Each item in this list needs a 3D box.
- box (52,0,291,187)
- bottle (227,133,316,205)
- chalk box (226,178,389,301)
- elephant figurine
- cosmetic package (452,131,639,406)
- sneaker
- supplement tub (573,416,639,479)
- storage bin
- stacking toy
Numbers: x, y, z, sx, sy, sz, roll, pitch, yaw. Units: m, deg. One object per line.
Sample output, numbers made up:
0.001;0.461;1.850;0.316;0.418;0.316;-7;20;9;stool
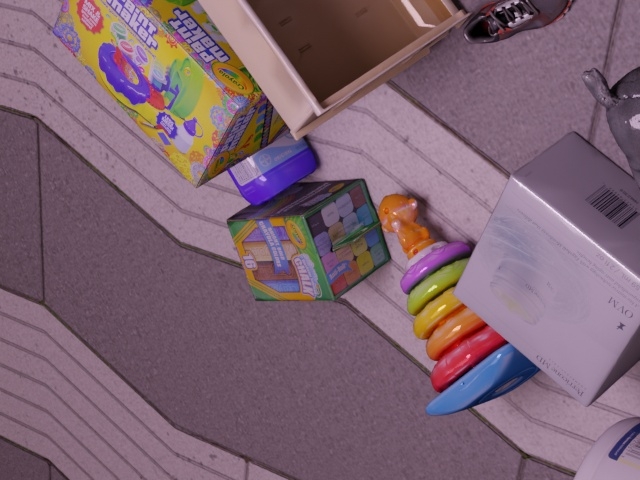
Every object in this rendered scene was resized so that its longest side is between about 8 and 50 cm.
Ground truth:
-0.133;-0.273;2.106;0.290;0.279;0.177;47;140;12;box
-0.119;-0.192;2.274;0.092;0.118;0.283;-27;95;51;bottle
0.000;0.000;2.271;0.213;0.132;0.132;-1;114;47;chalk box
0.435;-0.129;1.723;0.239;0.186;0.169;1;110;51;elephant figurine
0.311;0.037;1.977;0.224;0.138;0.225;41;139;19;cosmetic package
0.228;-0.262;1.914;0.158;0.065;0.061;-28;94;51;sneaker
0.475;0.366;1.954;0.324;0.235;0.235;19;128;36;supplement tub
0.006;-0.301;1.947;0.262;0.260;0.123;54;158;3;storage bin
0.165;0.066;2.152;0.175;0.165;0.302;-43;71;35;stacking toy
